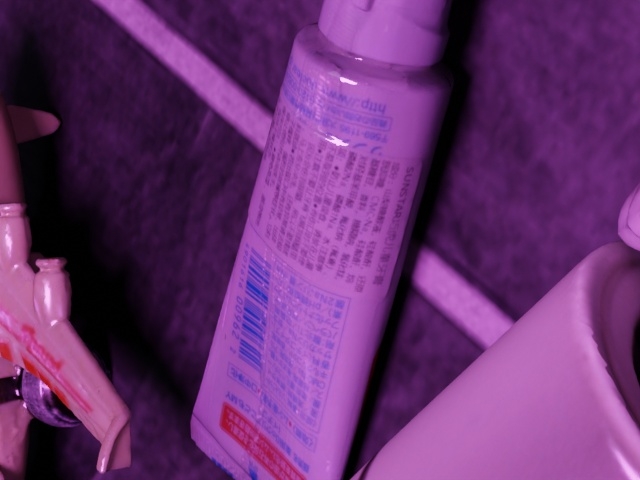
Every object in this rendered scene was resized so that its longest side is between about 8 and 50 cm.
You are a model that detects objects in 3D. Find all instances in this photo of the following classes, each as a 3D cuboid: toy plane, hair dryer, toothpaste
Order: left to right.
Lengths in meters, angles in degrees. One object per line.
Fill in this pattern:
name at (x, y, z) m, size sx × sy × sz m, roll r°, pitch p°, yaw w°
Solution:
toy plane at (-0.150, 0.032, 0.764) m, size 0.229 × 0.092 × 0.244 m, roll 1°, pitch 90°, yaw 47°
toothpaste at (0.000, 0.000, 0.649) m, size 0.089 × 0.057 × 0.234 m, roll 38°, pitch 122°, yaw 40°
hair dryer at (0.125, 0.199, 0.487) m, size 0.203 × 0.128 × 0.362 m, roll -48°, pitch 66°, yaw 32°

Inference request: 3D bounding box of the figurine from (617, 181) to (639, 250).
figurine at (0.101, -0.106, 0.481) m, size 0.421 × 0.154 × 0.193 m, roll 45°, pitch 123°, yaw 35°
